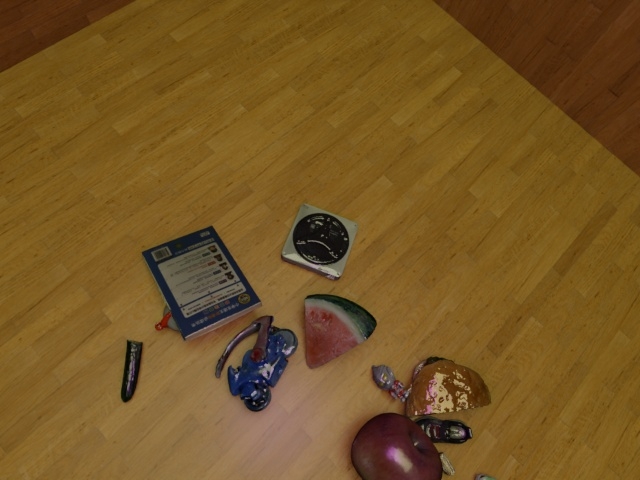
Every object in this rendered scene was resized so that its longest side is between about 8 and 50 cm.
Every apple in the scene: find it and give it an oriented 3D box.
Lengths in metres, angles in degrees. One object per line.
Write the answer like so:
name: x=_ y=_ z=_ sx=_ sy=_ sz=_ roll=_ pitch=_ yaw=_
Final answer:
apple: x=0.254 y=0.740 z=1.625 sx=0.305 sy=0.305 sz=0.235 roll=43 pitch=106 yaw=8

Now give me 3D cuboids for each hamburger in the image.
hamburger: x=0.455 y=0.533 z=1.796 sx=0.329 sy=0.162 sz=0.209 roll=-10 pitch=72 yaw=-8

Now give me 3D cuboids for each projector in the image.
projector: x=0.000 y=0.000 z=1.971 sx=0.256 sy=0.079 sz=0.259 roll=21 pitch=66 yaw=0

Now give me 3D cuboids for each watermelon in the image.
watermelon: x=0.047 y=0.321 z=1.769 sx=0.282 sy=0.250 sz=0.293 roll=24 pitch=65 yaw=6

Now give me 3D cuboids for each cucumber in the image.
cucumber: x=-0.671 y=0.460 z=1.703 sx=0.058 sy=0.052 sz=0.215 roll=-7 pitch=68 yaw=20

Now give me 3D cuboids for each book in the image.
book: x=-0.445 y=0.141 z=1.788 sx=0.299 sy=0.039 sz=0.428 roll=-23 pitch=56 yaw=-24

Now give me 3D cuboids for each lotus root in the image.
lotus root: x=0.452 y=0.815 z=1.756 sx=0.037 sy=0.030 sz=0.083 roll=-27 pitch=74 yaw=-15

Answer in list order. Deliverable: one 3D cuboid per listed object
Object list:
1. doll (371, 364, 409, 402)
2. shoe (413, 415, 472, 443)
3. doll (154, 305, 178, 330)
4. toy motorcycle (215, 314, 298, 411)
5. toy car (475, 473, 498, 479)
doll: x=0.254 y=0.526 z=1.798 sx=0.180 sy=0.094 sz=0.079 roll=38 pitch=21 yaw=34
shoe: x=0.449 y=0.694 z=1.759 sx=0.227 sy=0.112 sz=0.099 roll=6 pitch=70 yaw=-9
doll: x=-0.458 y=0.235 z=1.792 sx=0.336 sy=0.105 sz=0.200 roll=-29 pitch=60 yaw=-19
toy motorcycle: x=-0.228 y=0.440 z=1.742 sx=0.182 sy=0.240 sz=0.319 roll=50 pitch=56 yaw=-33
toy car: x=0.581 y=0.951 z=1.701 sx=0.090 sy=0.076 sz=0.224 roll=19 pitch=67 yaw=-3
